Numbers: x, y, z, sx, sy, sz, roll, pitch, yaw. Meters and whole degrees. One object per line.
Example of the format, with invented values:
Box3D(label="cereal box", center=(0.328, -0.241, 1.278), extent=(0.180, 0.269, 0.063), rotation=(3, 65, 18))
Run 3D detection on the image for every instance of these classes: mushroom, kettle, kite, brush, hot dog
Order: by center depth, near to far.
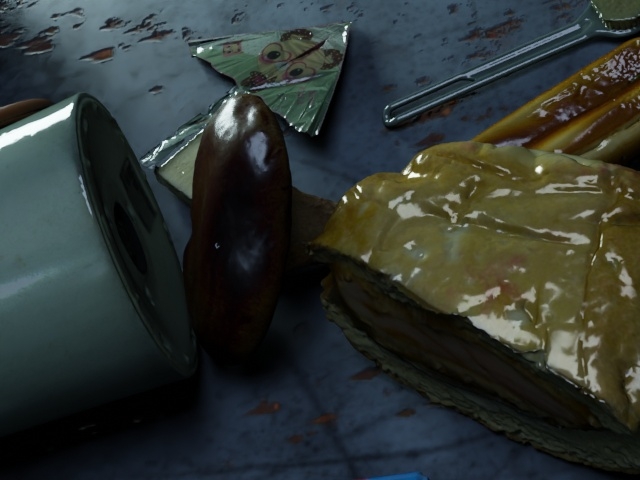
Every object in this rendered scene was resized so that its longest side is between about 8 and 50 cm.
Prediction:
Box3D(label="mushroom", center=(0.000, 0.000, 1.568), extent=(0.218, 0.227, 0.148), rotation=(5, 13, -18))
Box3D(label="hot dog", center=(0.220, -0.088, 1.583), extent=(0.249, 0.068, 0.100), rotation=(-32, 41, -8))
Box3D(label="kettle", center=(-0.324, 0.033, 1.597), extent=(0.377, 0.250, 0.361), rotation=(-21, 30, 6))
Box3D(label="brush", center=(0.176, -0.166, 1.681), extent=(0.266, 0.027, 0.062), rotation=(-25, 50, 0))
Box3D(label="kite", center=(-0.070, -0.141, 1.741), extent=(0.250, 0.012, 0.229), rotation=(-35, 41, -19))

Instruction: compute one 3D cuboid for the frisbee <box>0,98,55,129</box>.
Box3D(label="frisbee", center=(-0.345, -0.070, 1.634), extent=(0.251, 0.251, 0.021), rotation=(-25, 93, 0))

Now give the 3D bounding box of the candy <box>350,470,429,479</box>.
Box3D(label="candy", center=(-0.050, 0.261, 1.361), extent=(0.306, 0.157, 0.100), rotation=(-10, 53, 11))

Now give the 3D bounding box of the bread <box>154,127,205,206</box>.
Box3D(label="bread", center=(-0.081, -0.044, 1.679), extent=(0.068, 0.028, 0.154), rotation=(-44, 52, -15))

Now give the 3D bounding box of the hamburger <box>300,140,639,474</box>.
Box3D(label="hamburger", center=(0.175, 0.034, 1.450), extent=(0.330, 0.162, 0.209), rotation=(26, 64, 35))
